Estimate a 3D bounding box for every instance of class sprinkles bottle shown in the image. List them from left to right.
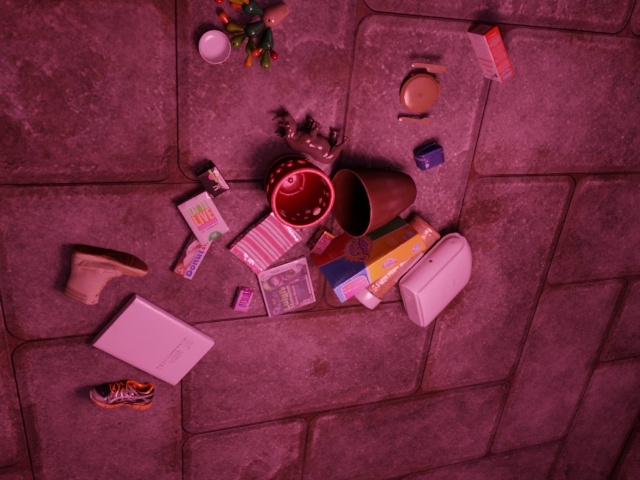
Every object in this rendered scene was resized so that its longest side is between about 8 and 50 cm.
[{"bbox_3d":[0.256,0.075,1.880,0.121,0.121,0.355,38,98,-32],"label":"sprinkles bottle"}]

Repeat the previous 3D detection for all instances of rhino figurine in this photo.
[{"bbox_3d":[-0.037,-0.306,1.595,0.243,0.073,0.106,21,104,-27],"label":"rhino figurine"}]

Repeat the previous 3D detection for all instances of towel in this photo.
[{"bbox_3d":[-0.174,0.009,1.710,0.197,0.029,0.144,-38,119,11],"label":"towel"}]

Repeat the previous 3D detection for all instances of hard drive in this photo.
[{"bbox_3d":[-0.537,0.329,1.752,0.210,0.040,0.319,-46,123,6],"label":"hard drive"}]

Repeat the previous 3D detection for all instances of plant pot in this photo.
[{"bbox_3d":[-0.075,-0.153,1.599,0.191,0.174,0.191,-9,119,-17],"label":"plant pot"},{"bbox_3d":[0.185,-0.140,1.706,0.231,0.215,0.215,-15,122,-29],"label":"plant pot"}]

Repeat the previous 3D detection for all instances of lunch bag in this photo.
[{"bbox_3d":[0.359,-0.281,1.764,0.098,0.067,0.065,-25,123,-8],"label":"lunch bag"}]

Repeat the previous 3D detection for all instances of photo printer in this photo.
[{"bbox_3d":[0.427,0.134,1.929,0.307,0.107,0.256,-42,142,-17],"label":"photo printer"}]

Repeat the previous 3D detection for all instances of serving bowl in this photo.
[{"bbox_3d":[-0.280,-0.511,1.418,0.083,0.027,0.083,-9,118,-17],"label":"serving bowl"}]

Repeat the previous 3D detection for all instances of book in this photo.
[{"bbox_3d":[-0.350,-0.069,1.606,0.096,0.035,0.144,-31,117,-8],"label":"book"}]

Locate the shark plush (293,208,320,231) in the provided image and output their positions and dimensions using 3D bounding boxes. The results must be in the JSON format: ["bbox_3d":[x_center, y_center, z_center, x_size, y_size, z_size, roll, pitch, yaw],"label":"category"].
[{"bbox_3d":[-0.068,-0.068,1.738,0.161,0.073,0.067,-27,105,18],"label":"shark plush"}]

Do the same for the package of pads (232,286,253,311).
[{"bbox_3d":[-0.258,0.197,1.797,0.050,0.032,0.083,11,112,-29],"label":"package of pads"}]

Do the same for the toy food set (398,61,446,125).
[{"bbox_3d":[0.309,-0.459,1.675,0.133,0.038,0.192,3,121,-15],"label":"toy food set"}]

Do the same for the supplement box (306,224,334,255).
[{"bbox_3d":[0.000,0.000,1.780,0.043,0.055,0.083,30,102,-29],"label":"supplement box"}]

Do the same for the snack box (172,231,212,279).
[{"bbox_3d":[-0.390,0.034,1.665,0.064,0.022,0.178,23,105,-29],"label":"snack box"}]

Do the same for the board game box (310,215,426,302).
[{"bbox_3d":[0.147,0.036,1.745,0.317,0.242,0.064,-33,122,-3],"label":"board game box"}]

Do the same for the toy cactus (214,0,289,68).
[{"bbox_3d":[-0.160,-0.565,1.403,0.180,0.112,0.219,-38,115,-11],"label":"toy cactus"}]

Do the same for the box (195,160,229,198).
[{"bbox_3d":[-0.314,-0.177,1.566,0.062,0.052,0.083,-33,124,-3],"label":"box"}]

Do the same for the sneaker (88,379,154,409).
[{"bbox_3d":[-0.652,0.500,1.779,0.215,0.084,0.083,16,108,-38],"label":"sneaker"}]

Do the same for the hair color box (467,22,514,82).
[{"bbox_3d":[0.525,-0.577,1.657,0.053,0.093,0.167,-35,124,0],"label":"hair color box"}]

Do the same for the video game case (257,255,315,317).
[{"bbox_3d":[-0.115,0.159,1.838,0.173,0.022,0.190,-18,121,-11],"label":"video game case"}]

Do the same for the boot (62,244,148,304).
[{"bbox_3d":[-0.631,0.113,1.582,0.213,0.077,0.165,16,109,-22],"label":"boot"}]
